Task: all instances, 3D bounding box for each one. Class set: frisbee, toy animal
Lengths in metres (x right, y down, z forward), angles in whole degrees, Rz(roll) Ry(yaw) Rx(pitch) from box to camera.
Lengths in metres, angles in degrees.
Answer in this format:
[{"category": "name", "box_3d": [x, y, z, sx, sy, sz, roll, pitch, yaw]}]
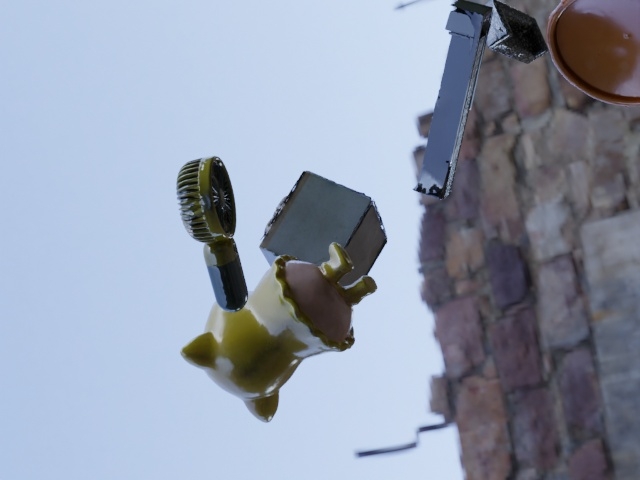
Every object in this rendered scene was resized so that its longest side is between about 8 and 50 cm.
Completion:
[{"category": "frisbee", "box_3d": [0.375, -0.245, 1.503, 0.192, 0.192, 0.035, 56, -131, -32]}, {"category": "toy animal", "box_3d": [-0.042, 0.102, 1.449, 0.156, 0.229, 0.156, 45, -167, -14]}]

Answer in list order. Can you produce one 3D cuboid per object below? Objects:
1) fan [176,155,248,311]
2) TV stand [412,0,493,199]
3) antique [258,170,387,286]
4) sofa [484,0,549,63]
[{"category": "fan", "box_3d": [-0.102, -0.003, 1.165, 0.082, 0.039, 0.155, -66, -36, -71]}, {"category": "TV stand", "box_3d": [0.166, -0.177, 1.552, 0.040, 0.049, 0.257, -42, -33, -56]}, {"category": "antique", "box_3d": [0.000, 0.000, 1.824, 0.147, 0.148, 0.152, -58, -23, -16]}, {"category": "sofa", "box_3d": [0.260, -0.282, 1.649, 0.118, 0.039, 0.060, 8, -121, -51]}]
